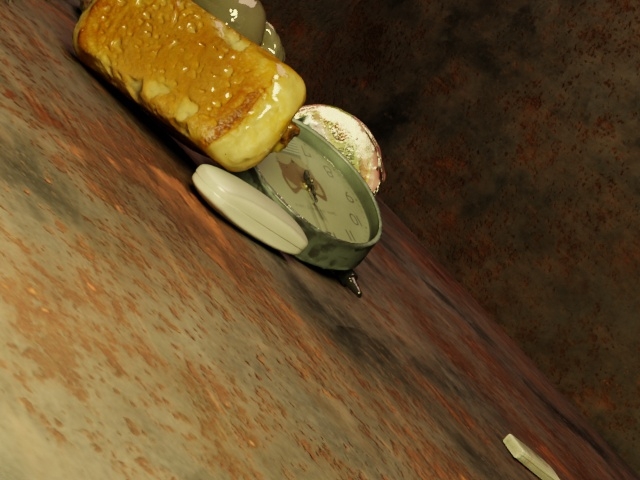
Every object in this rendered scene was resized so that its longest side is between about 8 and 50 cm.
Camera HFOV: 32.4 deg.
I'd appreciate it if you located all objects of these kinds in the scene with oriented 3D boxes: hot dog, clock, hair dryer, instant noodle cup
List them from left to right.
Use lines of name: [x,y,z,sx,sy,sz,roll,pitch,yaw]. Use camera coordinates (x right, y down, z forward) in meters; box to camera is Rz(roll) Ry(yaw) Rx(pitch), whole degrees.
hot dog: [-0.188,-0.248,1.729,0.405,0.185,0.223,37,-2,23]
clock: [-0.029,-0.091,1.900,0.325,0.067,0.325,33,29,-21]
instant noodle cup: [-0.002,-0.145,2.202,0.244,0.244,0.255,43,1,-2]
hair dryer: [0.000,0.000,1.960,0.255,0.070,0.128,54,13,32]

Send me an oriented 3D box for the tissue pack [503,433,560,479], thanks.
tissue pack: [0.360,0.375,1.876,0.108,0.023,0.056,40,8,-28]

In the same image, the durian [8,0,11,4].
durian: [-0.503,-0.484,1.722,0.237,0.138,0.193,48,9,28]

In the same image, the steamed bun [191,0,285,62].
steamed bun: [-0.273,-0.511,2.782,0.324,0.219,0.310,15,-32,48]

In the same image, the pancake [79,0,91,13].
pancake: [-0.322,-0.383,2.229,0.386,0.082,0.387,32,15,-10]

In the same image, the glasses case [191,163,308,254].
glasses case: [-0.103,-0.044,1.655,0.233,0.059,0.092,34,12,-48]
